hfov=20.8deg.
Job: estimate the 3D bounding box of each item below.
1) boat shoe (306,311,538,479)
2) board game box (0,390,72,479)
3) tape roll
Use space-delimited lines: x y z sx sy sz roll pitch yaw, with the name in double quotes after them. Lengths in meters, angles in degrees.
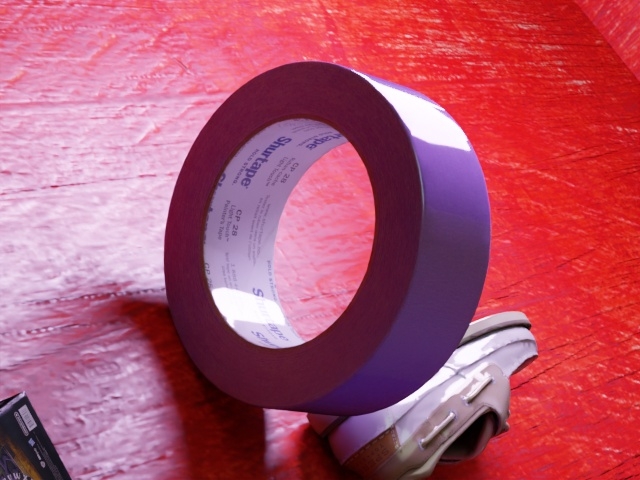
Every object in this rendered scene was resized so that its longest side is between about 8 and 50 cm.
0.110 0.147 1.540 0.302 0.113 0.103 -19 69 -50 "boat shoe"
-0.178 0.200 1.074 0.186 0.026 0.126 63 27 -6 "board game box"
0.000 0.000 1.387 0.090 0.275 0.275 13 41 -48 "tape roll"
